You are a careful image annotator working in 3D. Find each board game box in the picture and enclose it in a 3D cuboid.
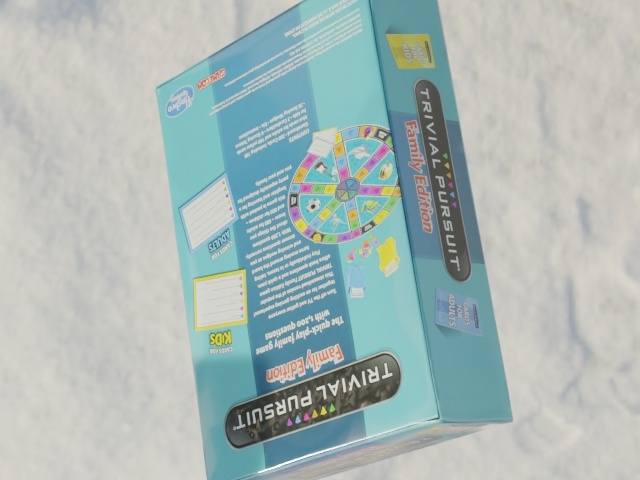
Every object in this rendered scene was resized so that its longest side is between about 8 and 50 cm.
[{"bbox_3d":[0.000,0.000,1.271,0.079,0.336,0.253,5,159,-43],"label":"board game box"}]
